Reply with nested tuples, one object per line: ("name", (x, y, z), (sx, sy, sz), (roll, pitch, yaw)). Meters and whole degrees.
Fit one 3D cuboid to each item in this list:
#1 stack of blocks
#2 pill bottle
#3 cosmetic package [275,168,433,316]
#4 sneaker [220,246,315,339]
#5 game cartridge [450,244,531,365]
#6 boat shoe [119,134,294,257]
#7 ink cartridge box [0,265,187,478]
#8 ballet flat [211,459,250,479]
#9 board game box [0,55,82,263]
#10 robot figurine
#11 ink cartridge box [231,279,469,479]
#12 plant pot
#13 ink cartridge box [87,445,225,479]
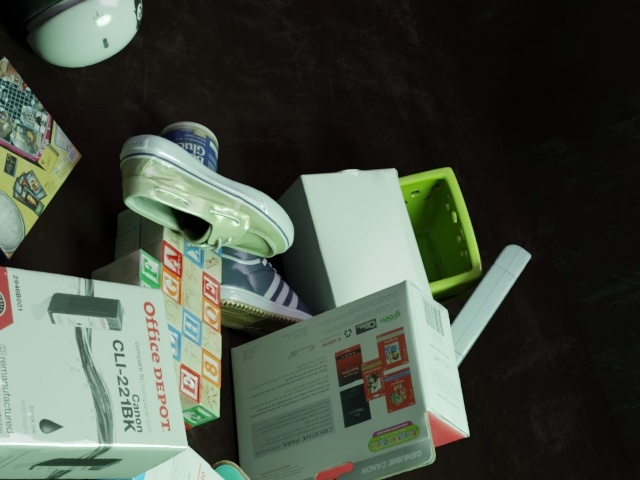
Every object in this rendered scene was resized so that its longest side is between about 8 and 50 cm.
("stack of blocks", (-0.216, 0.084, 1.544), (0.171, 0.087, 0.297), (42, 34, -43))
("pill bottle", (-0.201, -0.086, 1.714), (0.094, 0.094, 0.169), (45, 32, -40))
("cosmetic package", (0.064, 0.075, 1.955), (0.197, 0.155, 0.365), (-4, 68, -28))
("sneaker", (-0.092, 0.067, 1.799), (0.282, 0.099, 0.153), (27, 47, -51))
("game cartridge", (0.269, 0.147, 2.090), (0.062, 0.297, 0.198), (32, -19, 13))
("boat shoe", (-0.156, -0.035, 1.567), (0.302, 0.109, 0.094), (30, 57, -39))
("ink cartridge box", (-0.289, 0.145, 1.245), (0.273, 0.114, 0.197), (12, 57, -46))
("ballet flat", (-0.101, 0.390, 1.560), (0.067, 0.073, 0.206), (142, -72, -87))
("board game box", (-0.391, -0.098, 1.403), (0.165, 0.042, 0.243), (56, 27, -23))
("robot figurine", (-0.350, -0.371, 1.564), (0.278, 0.173, 0.209), (64, 26, -5))
("ink cartridge box", (0.038, 0.244, 1.654), (0.130, 0.309, 0.272), (37, 39, -48))
("plant pot", (0.166, 0.022, 2.190), (0.207, 0.228, 0.227), (77, -1, -71))
("ink cartridge box", (-0.196, 0.297, 1.430), (0.181, 0.061, 0.104), (50, 31, -32))
